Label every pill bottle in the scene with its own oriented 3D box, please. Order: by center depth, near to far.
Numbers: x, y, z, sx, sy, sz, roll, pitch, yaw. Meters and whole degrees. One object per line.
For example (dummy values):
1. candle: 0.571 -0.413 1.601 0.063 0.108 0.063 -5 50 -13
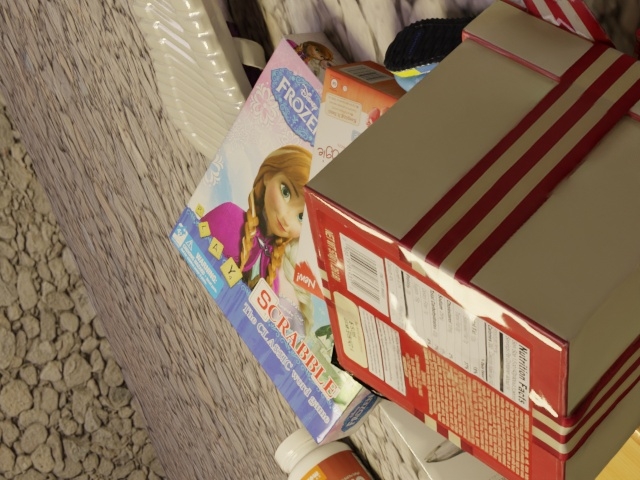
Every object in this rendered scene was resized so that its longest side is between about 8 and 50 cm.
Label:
1. pill bottle: 0.026 0.390 2.142 0.216 0.121 0.121 50 159 27

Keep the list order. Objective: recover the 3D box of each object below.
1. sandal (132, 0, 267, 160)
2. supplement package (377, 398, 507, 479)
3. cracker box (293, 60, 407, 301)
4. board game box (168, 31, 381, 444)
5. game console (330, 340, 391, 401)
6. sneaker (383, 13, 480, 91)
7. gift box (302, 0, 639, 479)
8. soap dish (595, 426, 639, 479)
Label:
1. sandal: -0.123 -0.225 1.663 0.169 0.102 0.416 31 157 26
2. supplement package: 0.150 0.215 1.546 0.179 0.105 0.105 54 178 17
3. cracker box: 0.062 -0.036 1.322 0.156 0.067 0.232 28 121 37
4. board game box: 0.000 0.000 1.492 0.318 0.066 0.318 51 130 23
5. game console: 0.125 0.062 1.267 0.044 0.213 0.361 16 167 32
6. sneaker: 0.142 -0.141 1.163 0.082 0.069 0.209 38 167 -31
7. gift box: 0.148 -0.016 0.995 0.276 0.258 0.255 36 154 26
8. soap dish: 0.250 0.139 1.189 0.291 0.118 0.229 44 155 38
